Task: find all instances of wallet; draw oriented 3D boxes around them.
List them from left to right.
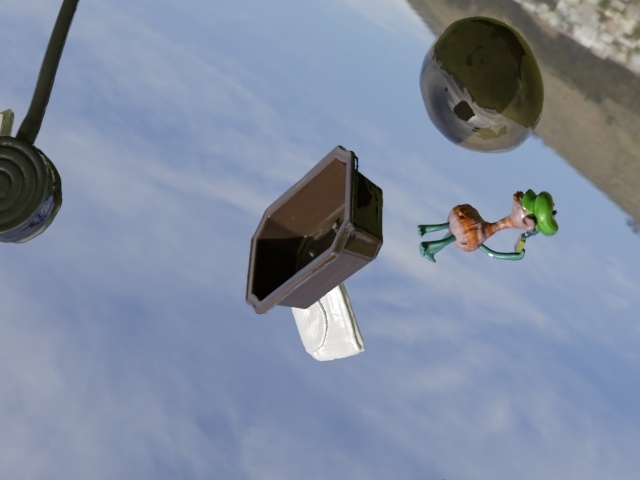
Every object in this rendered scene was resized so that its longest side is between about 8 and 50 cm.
[{"bbox_3d":[-0.473,-0.140,1.347,0.025,0.122,0.061,49,-145,-44],"label":"wallet"},{"bbox_3d":[0.003,0.129,1.770,0.032,0.124,0.182,-27,-79,-55],"label":"wallet"}]

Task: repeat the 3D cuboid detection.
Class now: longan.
[{"bbox_3d":[0.252,-0.238,1.546,0.196,0.197,0.220,-19,-96,-60],"label":"longan"}]

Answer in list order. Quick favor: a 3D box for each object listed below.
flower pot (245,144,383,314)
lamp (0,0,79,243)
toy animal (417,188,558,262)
[{"bbox_3d":[0.000,0.000,1.330,0.084,0.251,0.178,24,-130,-27],"label":"flower pot"},{"bbox_3d":[-0.151,-0.183,0.609,0.130,0.371,0.108,31,175,8],"label":"lamp"},{"bbox_3d":[0.247,-0.010,1.456,0.208,0.103,0.100,-15,-169,12],"label":"toy animal"}]
